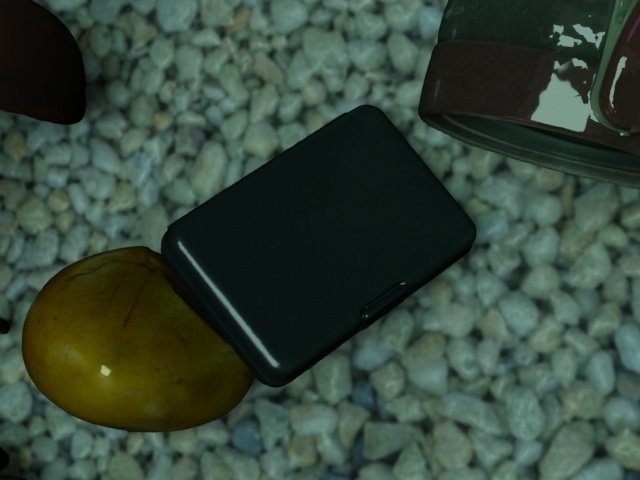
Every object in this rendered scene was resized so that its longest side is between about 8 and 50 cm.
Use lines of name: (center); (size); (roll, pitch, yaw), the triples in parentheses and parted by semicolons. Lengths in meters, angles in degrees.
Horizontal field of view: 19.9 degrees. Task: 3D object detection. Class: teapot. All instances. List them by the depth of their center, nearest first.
teapot: (0.228, -0.211, 1.350); (0.233, 0.315, 0.312); (15, 88, -9)

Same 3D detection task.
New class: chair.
chair: (-0.327, -0.022, 1.542); (0.226, 0.226, 0.401); (15, 95, 15)

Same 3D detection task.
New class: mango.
mango: (-0.157, 0.088, 1.477); (0.187, 0.257, 0.138); (32, 98, 13)

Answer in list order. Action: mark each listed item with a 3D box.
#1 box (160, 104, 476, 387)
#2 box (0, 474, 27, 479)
box: (0.000, 0.000, 1.477); (0.230, 0.050, 0.160); (-34, 79, -27)
box: (-0.296, 0.270, 1.581); (0.151, 0.135, 0.151); (-1, 87, 17)
